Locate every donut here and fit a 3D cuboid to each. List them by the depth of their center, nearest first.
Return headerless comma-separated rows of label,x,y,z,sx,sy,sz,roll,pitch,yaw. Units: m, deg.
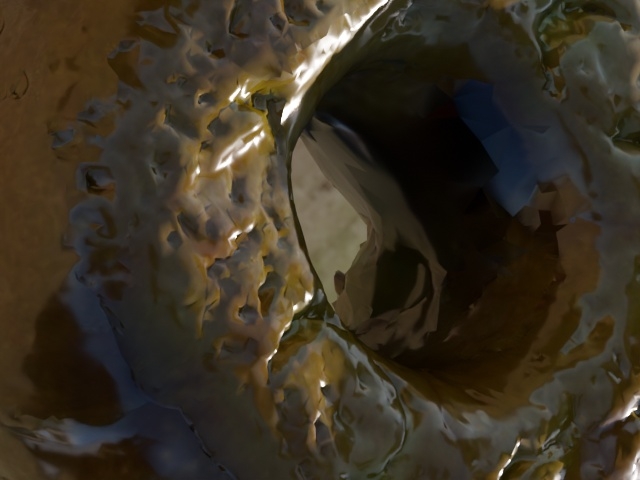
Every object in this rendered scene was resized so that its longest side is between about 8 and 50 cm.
donut,0.001,-0.002,0.455,0.226,0.226,0.114,-38,-163,-32
